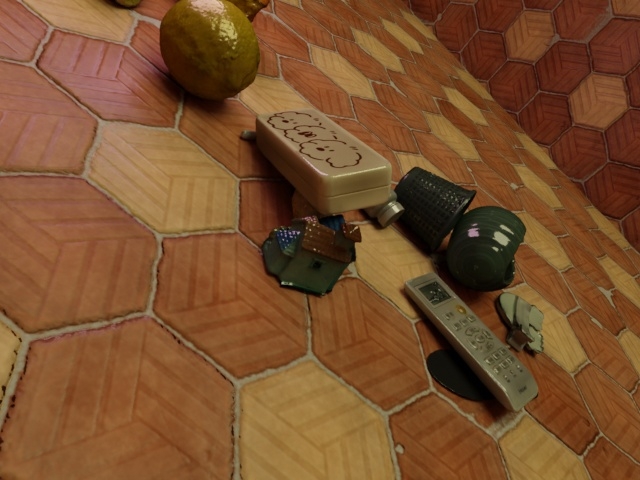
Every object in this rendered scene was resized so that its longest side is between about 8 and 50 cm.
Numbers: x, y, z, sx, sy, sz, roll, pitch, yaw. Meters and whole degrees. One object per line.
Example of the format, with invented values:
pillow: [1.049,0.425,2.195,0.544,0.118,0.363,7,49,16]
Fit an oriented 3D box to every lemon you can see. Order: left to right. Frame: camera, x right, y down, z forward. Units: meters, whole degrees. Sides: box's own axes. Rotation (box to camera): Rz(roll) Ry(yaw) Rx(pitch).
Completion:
lemon: [-0.224,-0.390,1.089,0.231,0.192,0.192,52,34,17]

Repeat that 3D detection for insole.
insole: [0.324,0.268,1.053,0.322,0.007,0.109,15,39,-35]

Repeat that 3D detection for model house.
model house: [0.000,0.000,0.904,0.148,0.149,0.119,22,37,-31]

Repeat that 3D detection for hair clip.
hair clip: [0.480,0.185,1.275,0.140,0.054,0.220,38,30,3]

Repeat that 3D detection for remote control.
remote control: [0.287,0.196,1.057,0.109,0.055,0.313,-13,53,-44]

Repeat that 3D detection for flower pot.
flower pot: [0.381,0.017,1.238,0.157,0.189,0.243,14,24,24]

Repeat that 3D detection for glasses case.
glasses case: [-0.006,-0.163,1.020,0.144,0.076,0.336,-13,35,-23]

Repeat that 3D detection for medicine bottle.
medicine bottle: [0.122,-0.101,1.211,0.140,0.079,0.079,52,34,15]

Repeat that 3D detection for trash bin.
trash bin: [0.255,-0.088,1.271,0.161,0.175,0.175,38,31,14]

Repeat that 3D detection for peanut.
peanut: [-0.007,-0.096,1.065,0.087,0.087,0.207,34,33,-12]

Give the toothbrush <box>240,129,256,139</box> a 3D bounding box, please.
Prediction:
toothbrush: [-0.068,-0.228,1.218,0.288,0.021,0.024,-3,42,-48]

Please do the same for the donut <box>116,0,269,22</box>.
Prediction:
donut: [-0.352,-0.650,1.297,0.435,0.163,0.378,17,38,-29]
